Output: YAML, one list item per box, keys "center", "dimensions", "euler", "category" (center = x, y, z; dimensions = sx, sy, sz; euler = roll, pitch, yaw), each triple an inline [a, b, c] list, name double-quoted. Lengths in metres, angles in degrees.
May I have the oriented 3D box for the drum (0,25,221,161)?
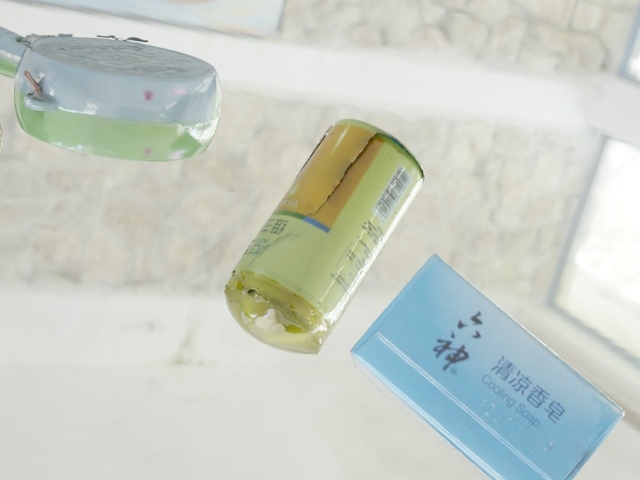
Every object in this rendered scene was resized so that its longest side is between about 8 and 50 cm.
- center: [-0.149, -0.105, 0.840]
  dimensions: [0.130, 0.049, 0.253]
  euler: [-2, -160, -33]
  category: "drum"

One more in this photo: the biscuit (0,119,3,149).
- center: [-0.459, -0.061, 1.340]
  dimensions: [0.318, 0.040, 0.318]
  euler: [-13, -140, 11]
  category: "biscuit"

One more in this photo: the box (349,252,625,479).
- center: [0.097, 0.094, 0.885]
  dimensions: [0.142, 0.083, 0.232]
  euler: [40, 177, 7]
  category: "box"

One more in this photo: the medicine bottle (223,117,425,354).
- center: [0.000, 0.000, 1.385]
  dimensions: [0.124, 0.239, 0.124]
  euler: [30, 160, 12]
  category: "medicine bottle"
